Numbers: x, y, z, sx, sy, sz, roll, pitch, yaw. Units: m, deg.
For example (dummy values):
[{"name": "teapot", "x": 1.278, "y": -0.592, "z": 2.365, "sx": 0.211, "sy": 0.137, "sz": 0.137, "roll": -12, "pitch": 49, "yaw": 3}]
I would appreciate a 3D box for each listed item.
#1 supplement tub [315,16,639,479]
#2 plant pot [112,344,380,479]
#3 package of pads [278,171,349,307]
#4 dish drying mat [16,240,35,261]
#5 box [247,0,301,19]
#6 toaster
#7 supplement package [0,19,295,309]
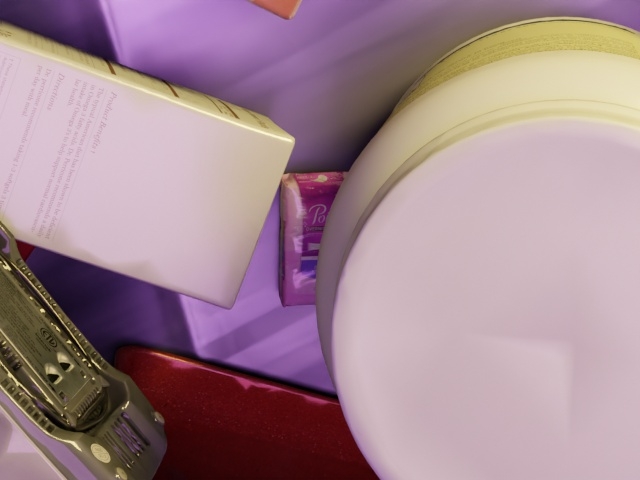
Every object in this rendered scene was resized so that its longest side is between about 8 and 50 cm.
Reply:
[{"name": "supplement tub", "x": 0.124, "y": 0.011, "z": 0.785, "sx": 0.235, "sy": 0.325, "sz": 0.236, "roll": 2, "pitch": 103, "yaw": 8}, {"name": "plant pot", "x": -0.033, "y": 0.259, "z": 0.911, "sx": 0.267, "sy": 0.267, "sz": 0.236, "roll": 16, "pitch": 115, "yaw": -14}, {"name": "package of pads", "x": 0.000, "y": 0.000, "z": 0.940, "sx": 0.050, "sy": 0.032, "sz": 0.083, "roll": -2, "pitch": 108, "yaw": -12}, {"name": "dish drying mat", "x": -0.208, "y": -0.017, "z": 0.913, "sx": 0.083, "sy": 0.008, "sz": 0.032, "roll": 35, "pitch": 99, "yaw": -19}, {"name": "box", "x": -0.067, "y": -0.220, "z": 0.826, "sx": 0.170, "sy": 0.091, "sz": 0.130, "roll": 24, "pitch": 102, "yaw": -16}, {"name": "toaster", "x": -0.197, "y": 0.080, "z": 0.761, "sx": 0.146, "sy": 0.129, "sz": 0.227, "roll": -38, "pitch": 96, "yaw": 10}, {"name": "supplement package", "x": -0.120, "y": -0.046, "z": 0.863, "sx": 0.179, "sy": 0.105, "sz": 0.105, "roll": 19, "pitch": 98, "yaw": -15}]
